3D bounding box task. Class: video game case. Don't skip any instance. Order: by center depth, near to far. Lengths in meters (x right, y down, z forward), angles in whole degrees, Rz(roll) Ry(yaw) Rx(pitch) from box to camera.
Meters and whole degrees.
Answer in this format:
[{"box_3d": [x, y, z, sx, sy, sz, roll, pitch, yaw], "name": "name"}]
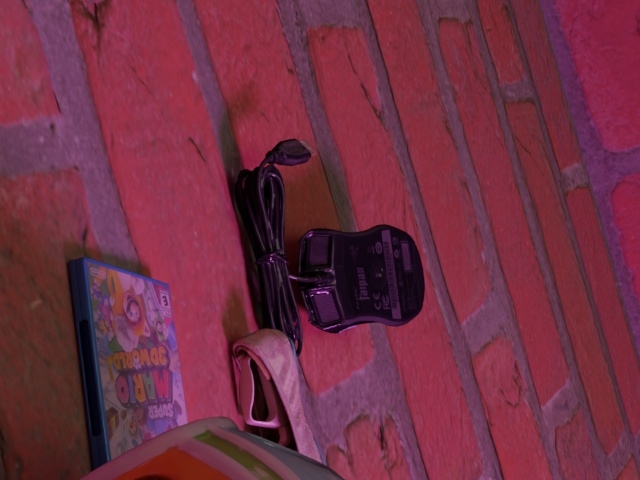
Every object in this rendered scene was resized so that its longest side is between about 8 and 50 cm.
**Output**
[{"box_3d": [-0.128, 0.101, 1.159, 0.119, 0.015, 0.166, 25, 53, -63], "name": "video game case"}]

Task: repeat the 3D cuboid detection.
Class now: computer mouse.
[{"box_3d": [0.000, 0.000, 1.495, 0.262, 0.060, 0.184, -11, 90, -57], "name": "computer mouse"}]

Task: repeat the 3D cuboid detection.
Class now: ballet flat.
[{"box_3d": [-0.036, 0.153, 1.323, 0.052, 0.057, 0.168, -6, 76, -41], "name": "ballet flat"}]

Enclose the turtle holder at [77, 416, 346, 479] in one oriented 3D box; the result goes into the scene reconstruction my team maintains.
[{"box_3d": [-0.037, 0.226, 0.999, 0.320, 0.243, 0.227, -8, 66, -60], "name": "turtle holder"}]
